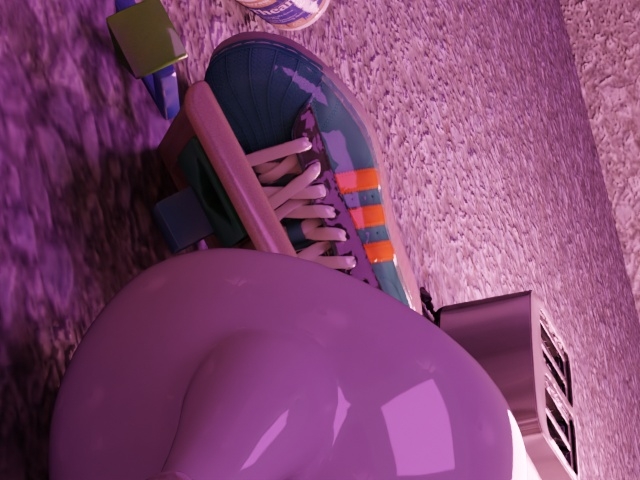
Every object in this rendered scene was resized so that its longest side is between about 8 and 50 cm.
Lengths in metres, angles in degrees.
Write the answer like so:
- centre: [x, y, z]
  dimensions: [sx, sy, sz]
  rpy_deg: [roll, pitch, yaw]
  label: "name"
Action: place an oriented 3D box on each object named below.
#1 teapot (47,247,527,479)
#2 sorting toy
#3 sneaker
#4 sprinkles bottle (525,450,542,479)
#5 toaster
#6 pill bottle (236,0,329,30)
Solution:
- centre: [-0.034, 0.143, 0.623]
  dimensions: [0.256, 0.252, 0.187]
  rpy_deg: [46, 53, -26]
  label: "teapot"
- centre: [-0.052, 0.014, 0.764]
  dimensions: [0.347, 0.047, 0.196]
  rpy_deg: [62, -12, 1]
  label: "sorting toy"
- centre: [0.000, 0.000, 0.922]
  dimensions: [0.121, 0.108, 0.302]
  rpy_deg: [-79, 149, -55]
  label: "sneaker"
- centre: [0.143, 0.245, 1.097]
  dimensions: [0.355, 0.121, 0.121]
  rpy_deg: [58, 28, -35]
  label: "sprinkles bottle"
- centre: [0.176, 0.151, 1.248]
  dimensions: [0.185, 0.110, 0.168]
  rpy_deg: [54, 29, -42]
  label: "toaster"
- centre: [-0.043, -0.210, 1.006]
  dimensions: [0.120, 0.067, 0.067]
  rpy_deg: [20, 58, -64]
  label: "pill bottle"
